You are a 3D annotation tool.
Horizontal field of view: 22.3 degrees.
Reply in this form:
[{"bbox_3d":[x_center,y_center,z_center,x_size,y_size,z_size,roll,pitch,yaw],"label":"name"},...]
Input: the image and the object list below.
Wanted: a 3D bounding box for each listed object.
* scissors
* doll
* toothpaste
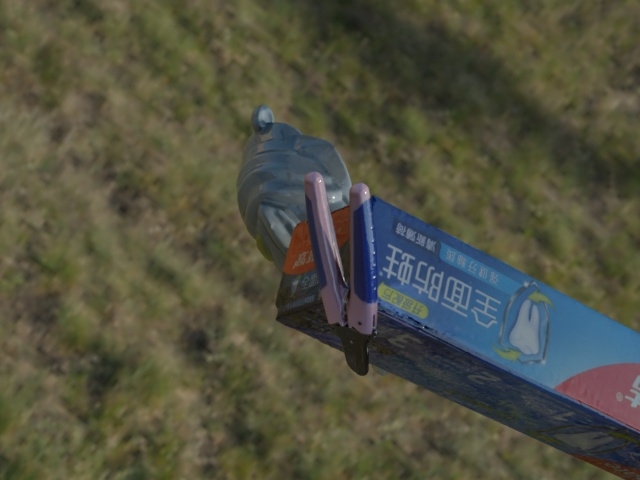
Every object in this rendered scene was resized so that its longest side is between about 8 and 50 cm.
[{"bbox_3d":[0.014,0.019,0.804,0.039,0.113,0.012,14,35,35],"label":"scissors"},{"bbox_3d":[0.000,0.000,0.986,0.180,0.079,0.094,60,28,3],"label":"doll"},{"bbox_3d":[0.126,0.071,0.955,0.320,0.076,0.066,26,65,-28],"label":"toothpaste"}]
